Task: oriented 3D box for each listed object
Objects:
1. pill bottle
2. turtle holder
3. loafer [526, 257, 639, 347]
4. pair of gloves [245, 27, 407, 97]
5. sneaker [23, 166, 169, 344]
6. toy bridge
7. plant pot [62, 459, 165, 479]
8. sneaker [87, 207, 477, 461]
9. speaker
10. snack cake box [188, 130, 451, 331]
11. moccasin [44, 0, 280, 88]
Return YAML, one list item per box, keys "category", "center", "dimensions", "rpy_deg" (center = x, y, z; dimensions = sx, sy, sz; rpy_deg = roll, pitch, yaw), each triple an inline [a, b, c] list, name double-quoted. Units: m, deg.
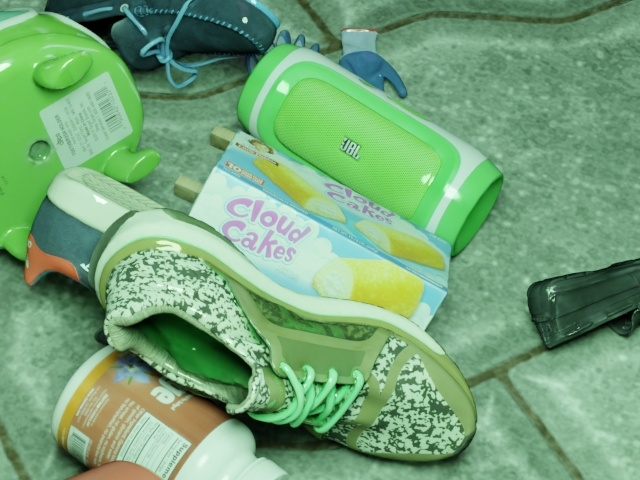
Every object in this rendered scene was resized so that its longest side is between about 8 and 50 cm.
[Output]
- category: "pill bottle"
  center: [-0.142, 0.201, 1.360]
  dimensions: [0.216, 0.121, 0.121]
  rpy_deg: [32, 57, 18]
- category: "turtle holder"
  center: [-0.355, -0.107, 1.535]
  dimensions: [0.320, 0.243, 0.227]
  rpy_deg: [-54, 47, 6]
- category: "loafer"
  center: [0.328, 0.064, 1.546]
  dimensions: [0.223, 0.076, 0.078]
  rpy_deg: [-12, 91, -21]
- category: "pair of gloves"
  center: [0.006, -0.201, 1.742]
  dimensions: [0.198, 0.023, 0.159]
  rpy_deg: [0, 55, -4]
- category: "sneaker"
  center: [-0.146, 0.064, 1.479]
  dimensions: [0.350, 0.148, 0.131]
  rpy_deg: [29, 12, -5]
- category: "toy bridge"
  center: [-0.136, -0.052, 1.612]
  dimensions: [0.063, 0.026, 0.188]
  rpy_deg: [24, 55, 11]
- category: "plant pot"
  center: [-0.216, 0.328, 1.188]
  dimensions: [0.243, 0.275, 0.275]
  rpy_deg: [-31, 61, -36]
- category: "sneaker"
  center: [-0.042, 0.131, 1.337]
  dimensions: [0.410, 0.158, 0.182]
  rpy_deg: [25, 27, -9]
- category: "speaker"
  center: [0.053, -0.104, 1.600]
  dimensions: [0.296, 0.131, 0.131]
  rpy_deg: [33, 57, 15]
- category: "snack cake box"
  center: [0.000, 0.000, 1.467]
  dimensions: [0.264, 0.089, 0.152]
  rpy_deg: [28, 21, -4]
- category: "moccasin"
  center: [-0.193, -0.245, 1.678]
  dimensions: [0.342, 0.138, 0.117]
  rpy_deg: [13, 69, 41]
